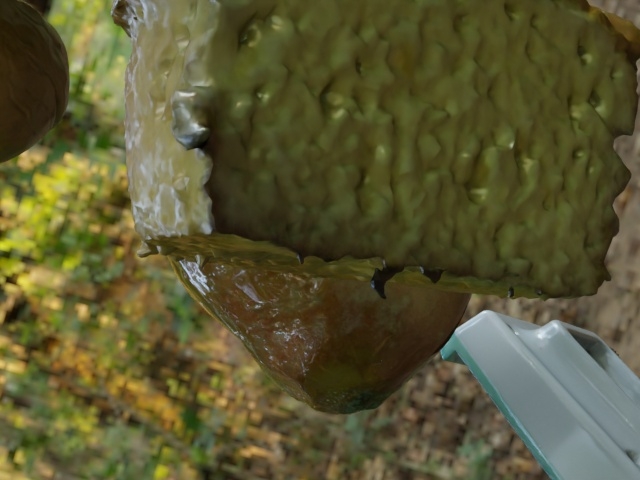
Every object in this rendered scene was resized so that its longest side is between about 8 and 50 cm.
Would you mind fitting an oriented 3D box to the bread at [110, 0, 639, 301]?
[{"bbox_3d":[0.008,-0.043,0.582,0.139,0.229,0.143,-7,76,47],"label":"bread"}]

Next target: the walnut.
[{"bbox_3d":[-0.293,-0.154,1.320,0.087,0.211,0.167,3,62,45],"label":"walnut"}]

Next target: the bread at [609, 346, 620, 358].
[{"bbox_3d":[0.284,0.149,1.607,0.085,0.053,0.085,-22,60,44],"label":"bread"}]

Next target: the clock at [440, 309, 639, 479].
[{"bbox_3d":[0.248,0.162,1.397,0.116,0.231,0.262,-41,-21,11],"label":"clock"}]

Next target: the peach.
[{"bbox_3d":[0.000,0.000,1.013,0.214,0.214,0.235,112,140,-58],"label":"peach"}]
